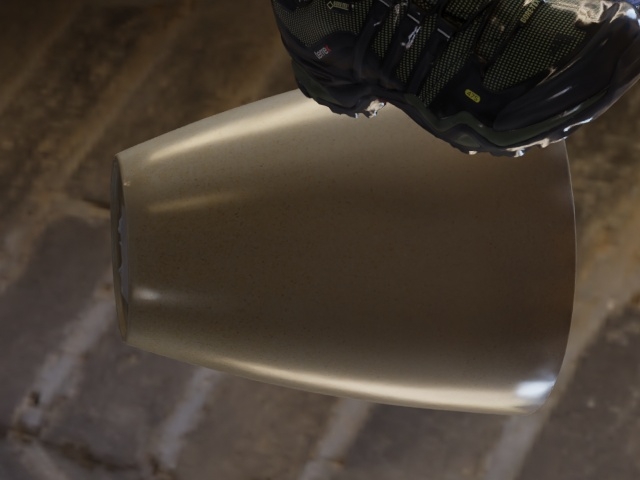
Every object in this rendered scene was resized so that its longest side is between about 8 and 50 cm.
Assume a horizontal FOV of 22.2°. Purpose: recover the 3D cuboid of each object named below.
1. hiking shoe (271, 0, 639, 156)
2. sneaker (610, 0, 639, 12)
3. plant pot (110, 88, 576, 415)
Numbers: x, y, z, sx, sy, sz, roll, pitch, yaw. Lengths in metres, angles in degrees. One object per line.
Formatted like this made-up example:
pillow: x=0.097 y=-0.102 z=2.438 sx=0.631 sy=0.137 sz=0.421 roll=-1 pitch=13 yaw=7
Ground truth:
hiking shoe: x=0.051 y=-0.111 z=0.789 sx=0.086 sy=0.227 sz=0.114 roll=-54 pitch=131 yaw=-25
sneaker: x=0.201 y=-0.194 z=1.172 sx=0.147 sy=0.330 sz=0.130 roll=24 pitch=87 yaw=-13
plant pot: x=0.000 y=0.000 z=1.107 sx=0.274 sy=0.256 sz=0.257 roll=-3 pitch=106 yaw=-13
